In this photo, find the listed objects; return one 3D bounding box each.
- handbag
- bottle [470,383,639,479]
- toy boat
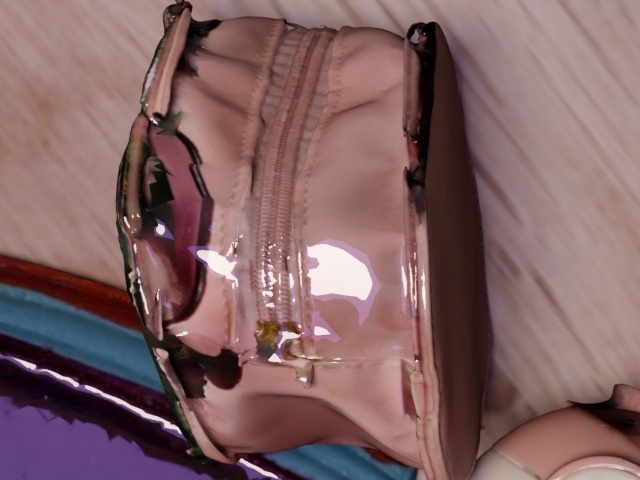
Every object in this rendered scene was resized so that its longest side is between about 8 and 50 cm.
[{"bbox_3d":[-0.001,0.000,0.750,0.116,0.205,0.179,-4,126,10],"label":"handbag"},{"bbox_3d":[0.076,0.168,0.763,0.147,0.147,0.236,36,87,5],"label":"bottle"},{"bbox_3d":[-0.153,0.073,0.848,0.392,0.079,0.136,19,97,5],"label":"toy boat"}]
